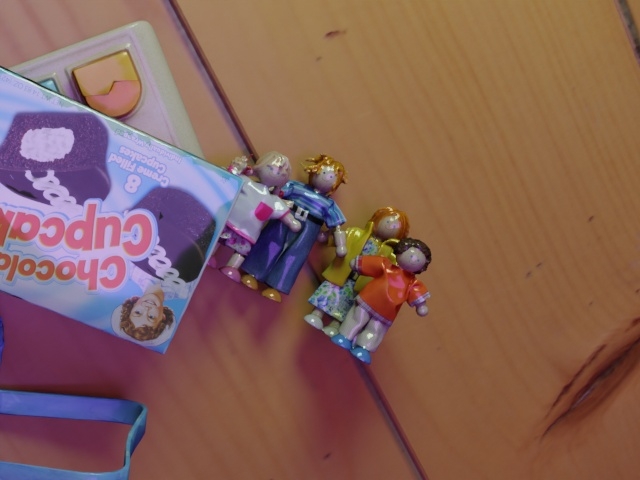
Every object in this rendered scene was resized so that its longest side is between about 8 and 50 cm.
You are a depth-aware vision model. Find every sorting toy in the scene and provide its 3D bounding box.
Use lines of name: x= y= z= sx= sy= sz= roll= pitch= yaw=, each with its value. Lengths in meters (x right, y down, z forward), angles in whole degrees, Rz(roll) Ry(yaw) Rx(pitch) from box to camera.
sorting toy: x=-0.223 y=-0.093 z=0.950 sx=0.208 sy=0.038 sz=0.193 roll=-25 pitch=105 yaw=-18

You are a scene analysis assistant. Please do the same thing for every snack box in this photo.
snack box: x=-0.254 y=-0.040 z=0.898 sx=0.322 sy=0.060 sz=0.187 roll=24 pitch=94 yaw=-18

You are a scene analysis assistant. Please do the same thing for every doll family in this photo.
doll family: x=0.000 y=0.000 z=1.031 sx=0.263 sy=0.118 sz=0.163 roll=32 pitch=90 yaw=-5

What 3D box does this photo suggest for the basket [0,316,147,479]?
basket: x=-0.301 y=0.164 z=0.840 sx=0.288 sy=0.255 sz=0.201 roll=4 pitch=91 yaw=-5
